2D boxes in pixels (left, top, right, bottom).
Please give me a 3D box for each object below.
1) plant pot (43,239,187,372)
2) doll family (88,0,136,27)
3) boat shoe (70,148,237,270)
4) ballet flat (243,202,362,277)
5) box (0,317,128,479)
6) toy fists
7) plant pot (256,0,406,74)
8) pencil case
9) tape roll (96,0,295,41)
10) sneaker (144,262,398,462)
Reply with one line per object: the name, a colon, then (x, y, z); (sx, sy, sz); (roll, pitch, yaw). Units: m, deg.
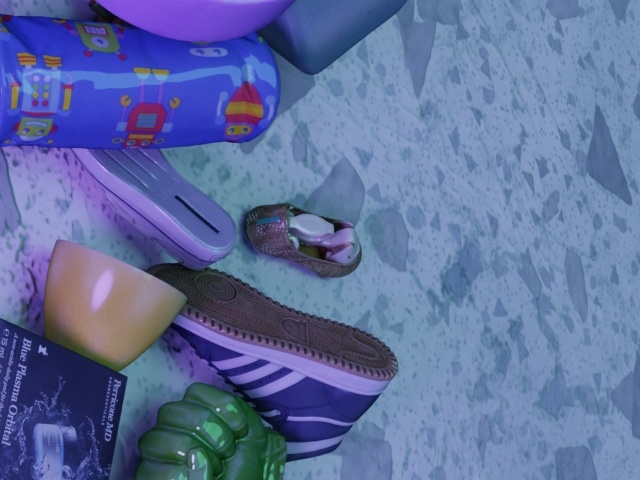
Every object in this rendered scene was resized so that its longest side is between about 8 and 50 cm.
plant pot: (-0.204, 0.070, 1.296); (0.134, 0.134, 0.095); (32, 76, -42)
doll family: (-0.177, -0.210, 1.441); (0.193, 0.076, 0.111); (9, 53, -45)
boat shoe: (-0.186, -0.052, 1.385); (0.226, 0.076, 0.083); (47, 48, -2)
ballet flat: (0.000, 0.000, 1.606); (0.206, 0.067, 0.073); (11, 70, -50)
box: (-0.264, 0.169, 1.205); (0.158, 0.093, 0.156); (33, 55, -43)
toy fists: (-0.124, 0.276, 1.329); (0.142, 0.096, 0.279); (31, 66, -36)
plant pot: (-0.017, -0.329, 1.501); (0.248, 0.247, 0.252); (-40, 149, -17)
pencil case: (-0.188, -0.152, 1.311); (0.306, 0.119, 0.133); (-4, 50, -33)
tape roll: (-0.110, -0.318, 1.224); (0.275, 0.090, 0.274); (8, 72, -25)
sneaker: (-0.077, 0.135, 1.449); (0.282, 0.153, 0.099); (22, 33, -11)
